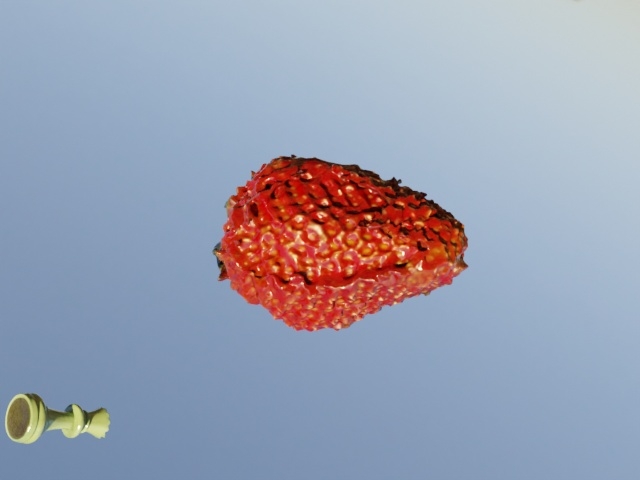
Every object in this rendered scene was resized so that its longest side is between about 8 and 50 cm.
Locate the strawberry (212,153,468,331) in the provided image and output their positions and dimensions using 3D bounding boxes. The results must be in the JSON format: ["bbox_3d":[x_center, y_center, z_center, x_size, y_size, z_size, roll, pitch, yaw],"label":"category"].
[{"bbox_3d":[0.000,0.000,1.057,0.286,0.188,0.106,-1,176,21],"label":"strawberry"}]

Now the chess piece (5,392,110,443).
[{"bbox_3d":[-0.218,0.153,0.885,0.093,0.042,0.042,14,-155,-48],"label":"chess piece"}]
